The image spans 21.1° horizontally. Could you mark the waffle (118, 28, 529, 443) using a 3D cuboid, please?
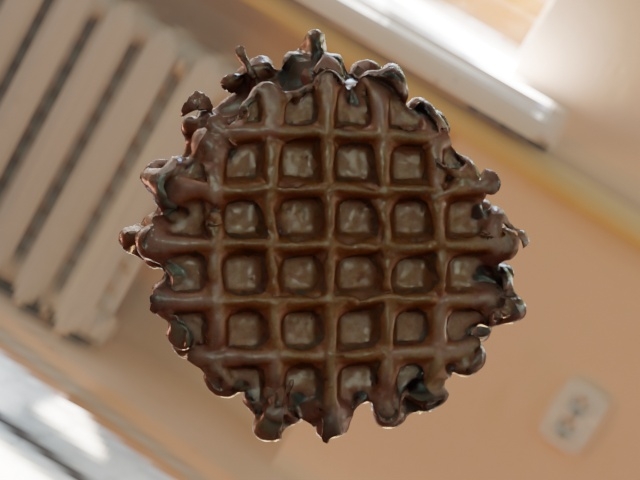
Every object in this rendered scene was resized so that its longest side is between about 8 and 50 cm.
[{"bbox_3d":[0.000,0.000,0.356,0.083,0.075,0.029,50,-8,-5],"label":"waffle"}]
